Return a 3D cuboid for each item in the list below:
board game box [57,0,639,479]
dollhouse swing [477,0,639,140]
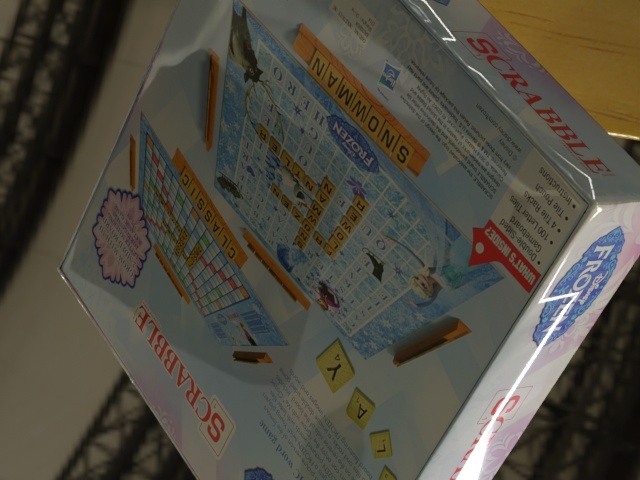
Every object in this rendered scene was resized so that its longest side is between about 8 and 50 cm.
[{"bbox_3d":[0.000,0.000,0.978,0.319,0.066,0.318,52,-52,34],"label":"board game box"},{"bbox_3d":[0.237,-0.018,1.231,0.315,0.347,0.305,11,-88,37],"label":"dollhouse swing"}]
